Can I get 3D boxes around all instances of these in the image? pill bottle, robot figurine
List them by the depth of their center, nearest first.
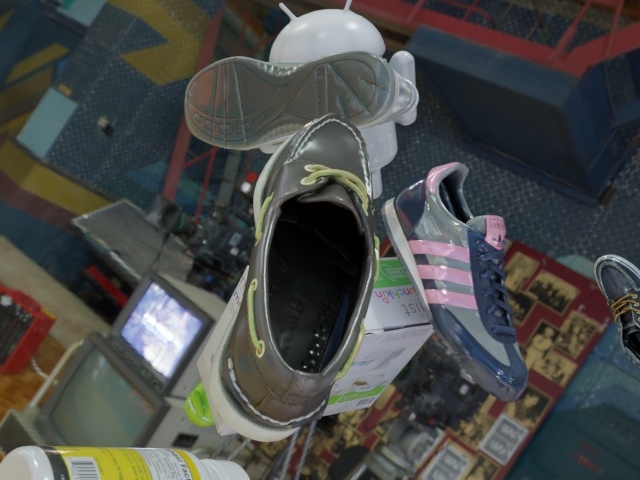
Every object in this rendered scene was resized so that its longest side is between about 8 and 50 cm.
[{"bbox_3d":[-0.165,0.240,0.601,0.208,0.119,0.119,17,10,-40],"label":"pill bottle"},{"bbox_3d":[-0.180,0.262,1.165,0.067,0.115,0.101,42,13,5],"label":"robot figurine"},{"bbox_3d":[0.025,-0.241,1.216,0.200,0.300,0.353,-125,-158,-65],"label":"robot figurine"}]

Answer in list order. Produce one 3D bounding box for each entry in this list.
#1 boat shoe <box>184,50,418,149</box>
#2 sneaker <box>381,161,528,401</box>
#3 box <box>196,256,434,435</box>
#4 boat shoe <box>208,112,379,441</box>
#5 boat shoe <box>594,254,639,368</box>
[{"bbox_3d":[-0.037,-0.174,0.889,0.320,0.118,0.103,-1,-1,32],"label":"boat shoe"},{"bbox_3d":[0.191,0.039,0.881,0.112,0.131,0.319,9,47,-50],"label":"sneaker"},{"bbox_3d":[-0.005,0.145,0.972,0.262,0.231,0.127,-2,49,-32],"label":"box"},{"bbox_3d":[0.000,0.000,0.406,0.081,0.228,0.069,24,-40,-15],"label":"boat shoe"},{"bbox_3d":[0.454,0.103,1.022,0.083,0.065,0.183,-6,61,-47],"label":"boat shoe"}]
